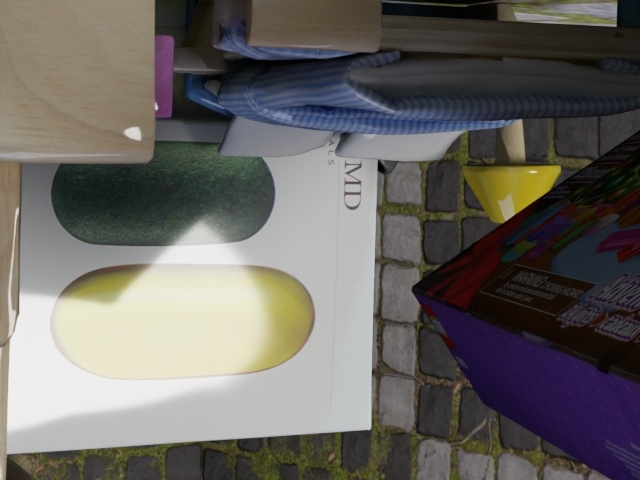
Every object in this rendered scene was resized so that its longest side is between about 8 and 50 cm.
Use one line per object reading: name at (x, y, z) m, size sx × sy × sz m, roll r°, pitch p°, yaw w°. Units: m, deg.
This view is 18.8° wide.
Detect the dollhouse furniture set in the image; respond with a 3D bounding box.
dollhouse furniture set at (0.000, 0.000, 0.700) m, size 0.303 × 0.198 × 0.286 m, roll 0°, pitch -176°, yaw -21°

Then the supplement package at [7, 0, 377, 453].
supplement package at (-0.134, -0.013, 0.902) m, size 0.262 × 0.199 × 0.198 m, roll 0°, pitch -177°, yaw -31°

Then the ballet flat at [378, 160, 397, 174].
ballet flat at (-0.077, -0.079, 1.198) m, size 0.280 × 0.096 × 0.095 m, roll 2°, pitch 179°, yaw -2°

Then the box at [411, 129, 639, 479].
box at (0.148, -0.009, 0.580) m, size 0.201 × 0.057 × 0.293 m, roll -33°, pitch -173°, yaw -6°
